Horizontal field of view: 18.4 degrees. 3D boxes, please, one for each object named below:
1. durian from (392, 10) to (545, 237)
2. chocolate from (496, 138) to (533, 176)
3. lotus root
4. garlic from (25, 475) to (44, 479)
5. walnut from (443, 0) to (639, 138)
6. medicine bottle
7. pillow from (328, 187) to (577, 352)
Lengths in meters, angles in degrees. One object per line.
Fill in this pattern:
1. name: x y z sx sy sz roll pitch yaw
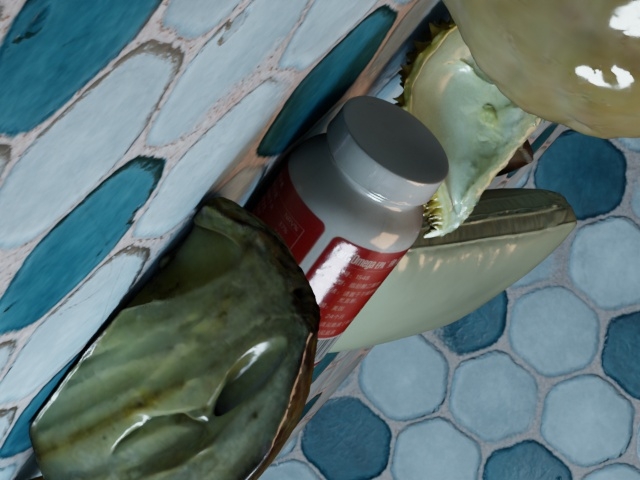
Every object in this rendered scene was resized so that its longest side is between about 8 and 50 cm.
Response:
1. durian: 0.137 -0.131 1.793 0.252 0.139 0.144 -49 177 4
2. chocolate: 0.135 -0.103 2.059 0.161 0.083 0.261 -16 174 5
3. lotus root: -0.104 0.118 1.612 0.314 0.210 0.142 -37 166 27
4. garlic: -0.197 0.290 1.709 0.245 0.164 0.145 -127 -139 -62
5. walnut: 0.254 -0.230 1.280 0.381 0.381 0.381 -47 172 -9
6. medicine bottle: 0.000 0.000 1.706 0.250 0.131 0.131 -53 171 31
7. pillow: 0.097 0.031 2.133 0.322 0.119 0.255 -10 158 -41
